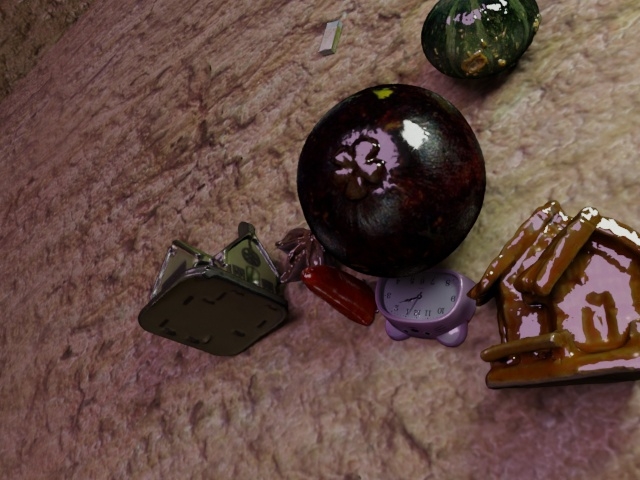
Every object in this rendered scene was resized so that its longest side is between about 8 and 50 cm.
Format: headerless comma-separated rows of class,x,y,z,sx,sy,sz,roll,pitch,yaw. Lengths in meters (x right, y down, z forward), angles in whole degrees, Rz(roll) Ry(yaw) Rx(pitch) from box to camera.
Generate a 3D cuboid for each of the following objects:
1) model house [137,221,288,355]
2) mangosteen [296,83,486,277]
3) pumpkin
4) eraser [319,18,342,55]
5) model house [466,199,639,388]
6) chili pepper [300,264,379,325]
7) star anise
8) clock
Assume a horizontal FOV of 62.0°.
model house,-0.204,0.042,1.011,0.205,0.218,0.278,-39,41,26
mangosteen,0.107,-0.084,0.781,0.288,0.288,0.287,-18,57,30
pumpkin,0.263,-0.351,0.888,0.190,0.146,0.190,-31,22,14
eraser,0.024,-0.466,1.224,0.038,0.019,0.083,1,68,40
model house,0.280,0.060,0.634,0.220,0.199,0.229,-11,64,20
chili pepper,0.021,0.077,0.838,0.065,0.169,0.088,-47,49,9
star anise,0.007,0.007,0.947,0.208,0.063,0.171,-42,37,11
clock,0.153,0.097,0.804,0.153,0.050,0.109,-1,67,38
